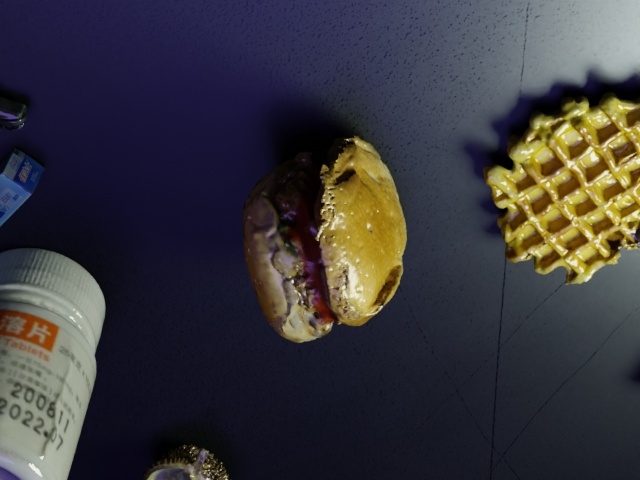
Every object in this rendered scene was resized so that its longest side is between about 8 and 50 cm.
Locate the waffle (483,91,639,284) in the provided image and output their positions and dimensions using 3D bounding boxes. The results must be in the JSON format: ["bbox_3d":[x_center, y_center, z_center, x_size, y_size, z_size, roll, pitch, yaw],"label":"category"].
[{"bbox_3d":[0.355,-0.063,1.498,0.310,0.065,0.283,7,125,3],"label":"waffle"}]

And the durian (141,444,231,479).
[{"bbox_3d":[-0.189,0.365,1.835,0.148,0.091,0.188,26,137,9],"label":"durian"}]

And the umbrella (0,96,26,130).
[{"bbox_3d":[-0.476,-0.184,1.465,0.236,0.059,0.066,17,144,-7],"label":"umbrella"}]

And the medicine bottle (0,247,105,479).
[{"bbox_3d":[-0.404,0.195,1.549,0.211,0.371,0.211,1,128,2],"label":"medicine bottle"}]

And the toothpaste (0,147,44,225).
[{"bbox_3d":[-0.466,-0.014,1.585,0.053,0.066,0.272,38,121,-23],"label":"toothpaste"}]

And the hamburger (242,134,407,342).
[{"bbox_3d":[0.000,0.000,1.465,0.163,0.244,0.244,-8,127,25],"label":"hamburger"}]
